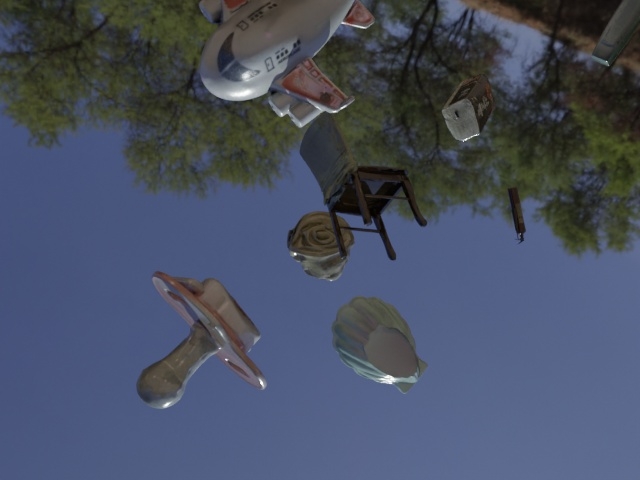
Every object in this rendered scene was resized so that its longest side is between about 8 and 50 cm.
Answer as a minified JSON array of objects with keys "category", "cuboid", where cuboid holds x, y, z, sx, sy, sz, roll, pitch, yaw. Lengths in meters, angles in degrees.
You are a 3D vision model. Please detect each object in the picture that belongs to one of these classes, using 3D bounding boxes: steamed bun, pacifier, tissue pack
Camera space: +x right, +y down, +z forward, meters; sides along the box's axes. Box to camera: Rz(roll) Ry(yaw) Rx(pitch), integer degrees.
[{"category":"steamed bun","cuboid":[-0.002,-0.001,1.874,0.211,0.144,0.218,24,-111,11]},{"category":"pacifier","cuboid":[-0.238,0.200,1.184,0.220,0.332,0.273,-18,-148,25]},{"category":"tissue pack","cuboid":[0.371,-0.331,1.467,0.090,0.103,0.170,-9,-150,38]}]

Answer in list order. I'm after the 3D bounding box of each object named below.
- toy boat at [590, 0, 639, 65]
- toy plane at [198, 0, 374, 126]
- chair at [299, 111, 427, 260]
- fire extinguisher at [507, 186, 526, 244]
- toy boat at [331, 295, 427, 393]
[{"category":"toy boat","cuboid":[0.834,-0.602,1.603,0.078,0.261,0.085,37,-162,29]},{"category":"toy plane","cuboid":[-0.045,-0.271,0.752,0.252,0.252,0.118,11,-173,-9]},{"category":"chair","cuboid":[0.088,-0.125,1.346,0.186,0.160,0.319,2,-127,-30]},{"category":"fire extinguisher","cuboid":[0.588,-0.073,1.766,0.035,0.173,0.049,-12,-179,9]},{"category":"toy boat","cuboid":[0.162,0.276,1.532,0.290,0.199,0.100,43,175,-13]}]
